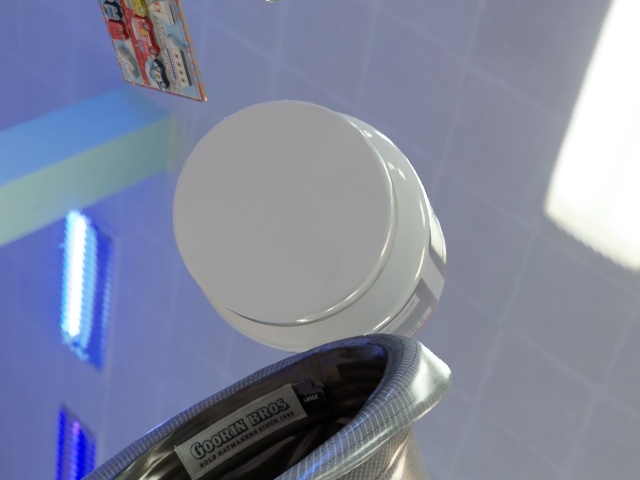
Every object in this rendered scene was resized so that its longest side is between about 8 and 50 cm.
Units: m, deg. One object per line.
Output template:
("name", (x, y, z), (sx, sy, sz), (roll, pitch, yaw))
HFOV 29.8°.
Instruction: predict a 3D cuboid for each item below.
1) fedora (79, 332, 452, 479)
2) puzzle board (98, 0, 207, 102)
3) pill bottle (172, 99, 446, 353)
("fedora", (-0.031, 0.154, 0.600), (0.243, 0.275, 0.124), (-23, -83, 26))
("puzzle board", (-0.154, -0.182, 1.069), (0.096, 0.011, 0.128), (18, -39, 29))
("pill bottle", (0.000, 0.000, 1.081), (0.210, 0.210, 0.363), (49, 1, 13))
